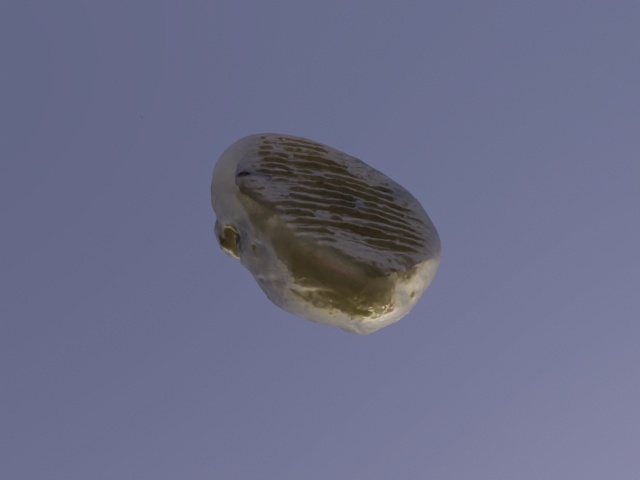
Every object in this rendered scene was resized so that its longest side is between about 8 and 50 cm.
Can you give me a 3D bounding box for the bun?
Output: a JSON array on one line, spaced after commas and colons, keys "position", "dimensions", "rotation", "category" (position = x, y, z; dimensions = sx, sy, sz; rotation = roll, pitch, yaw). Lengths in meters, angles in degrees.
[{"position": [0.000, 0.000, 0.951], "dimensions": [0.210, 0.237, 0.116], "rotation": [3, -50, -34], "category": "bun"}]
